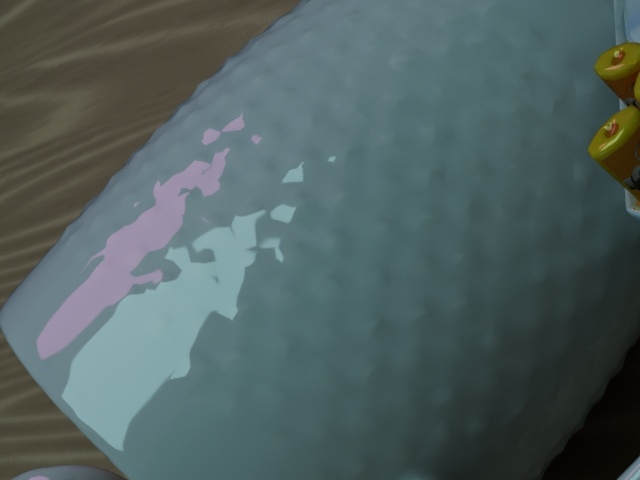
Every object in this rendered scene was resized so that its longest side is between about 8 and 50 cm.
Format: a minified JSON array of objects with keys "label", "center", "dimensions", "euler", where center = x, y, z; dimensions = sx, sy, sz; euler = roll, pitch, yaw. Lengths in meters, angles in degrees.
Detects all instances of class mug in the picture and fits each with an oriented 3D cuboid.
[{"label":"mug","center":[0.063,0.026,0.827],"dimensions":[0.328,0.276,0.374],"euler":[-49,41,-1]}]

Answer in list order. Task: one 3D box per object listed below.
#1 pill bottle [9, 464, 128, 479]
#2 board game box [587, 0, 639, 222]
[{"label":"pill bottle","center":[-0.185,0.279,1.168],"dimensions":[0.117,0.117,0.208],"euler":[-39,40,37]},{"label":"board game box","center":[0.275,-0.234,0.686],"dimensions":[0.390,0.050,0.390],"euler":[-30,37,34]}]
